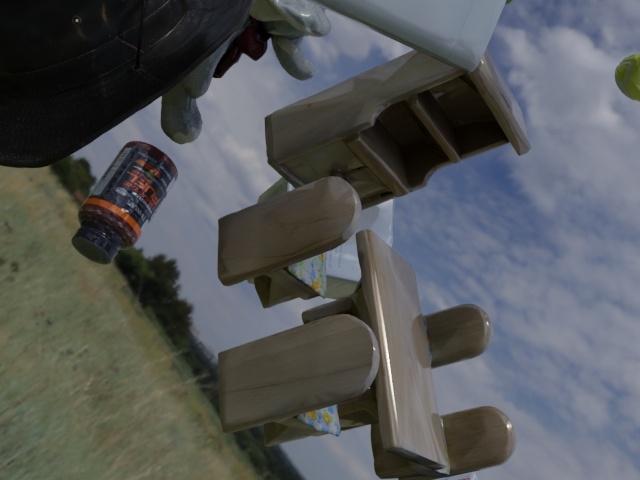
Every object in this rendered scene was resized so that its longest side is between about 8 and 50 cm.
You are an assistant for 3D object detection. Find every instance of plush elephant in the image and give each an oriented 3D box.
[{"bbox_3d":[-0.103,-0.338,1.153,0.330,0.255,0.272,94,5,-47],"label":"plush elephant"}]

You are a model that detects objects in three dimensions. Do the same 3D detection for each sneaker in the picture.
[{"bbox_3d":[0.563,-0.245,1.114,0.126,0.240,0.091,-48,-135,52],"label":"sneaker"}]

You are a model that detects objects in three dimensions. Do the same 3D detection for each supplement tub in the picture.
[{"bbox_3d":[-0.318,-0.058,1.209,0.106,0.198,0.106,19,-30,11],"label":"supplement tub"}]

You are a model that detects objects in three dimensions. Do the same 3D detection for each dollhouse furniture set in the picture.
[{"bbox_3d":[0.101,0.019,0.772,0.362,0.256,0.394,37,39,-51],"label":"dollhouse furniture set"}]

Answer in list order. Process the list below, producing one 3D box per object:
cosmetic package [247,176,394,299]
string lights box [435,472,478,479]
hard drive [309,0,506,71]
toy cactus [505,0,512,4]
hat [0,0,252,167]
[{"bbox_3d":[0.000,0.000,1.179,0.183,0.151,0.151,13,-17,-20],"label":"cosmetic package"},{"bbox_3d":[0.136,0.410,0.982,0.077,0.133,0.259,68,22,-4],"label":"string lights box"},{"bbox_3d":[0.027,-0.280,0.565,0.307,0.203,0.040,18,10,-24],"label":"hard drive"},{"bbox_3d":[0.202,-0.365,1.070,0.219,0.181,0.112,20,-24,-37],"label":"toy cactus"},{"bbox_3d":[-0.236,-0.224,0.698,0.331,0.331,0.134,42,-17,41],"label":"hat"}]
